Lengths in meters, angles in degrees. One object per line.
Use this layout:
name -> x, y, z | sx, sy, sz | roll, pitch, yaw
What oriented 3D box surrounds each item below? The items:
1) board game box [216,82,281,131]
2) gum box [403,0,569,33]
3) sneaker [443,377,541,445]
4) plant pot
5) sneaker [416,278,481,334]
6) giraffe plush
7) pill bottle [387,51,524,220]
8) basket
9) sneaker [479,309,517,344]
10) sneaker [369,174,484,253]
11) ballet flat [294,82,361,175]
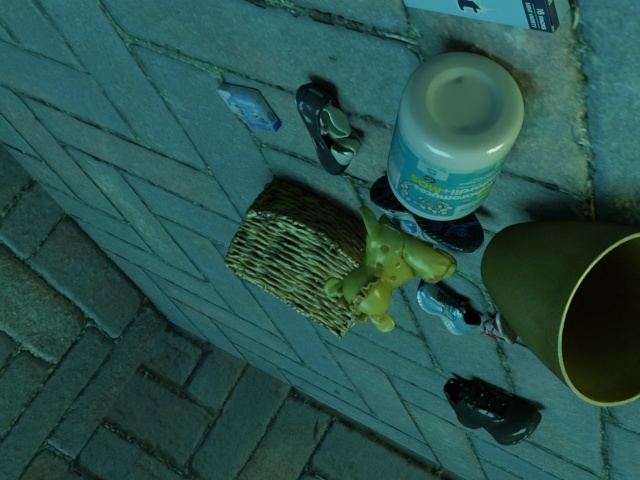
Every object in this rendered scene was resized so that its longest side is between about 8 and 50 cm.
board game box -> -0.122, -0.227, 1.633 | 0.090, 0.020, 0.090 | 18, 156, 40
gum box -> 0.147, -0.291, 0.965 | 0.184, 0.041, 0.157 | 21, 159, 35
sneaker -> 0.392, 0.394, 2.252 | 0.130, 0.109, 0.286 | 49, 155, -25
plant pot -> 0.339, 0.067, 1.321 | 0.237, 0.237, 0.254 | 45, 173, -32
sneaker -> 0.253, 0.121, 1.867 | 0.162, 0.063, 0.073 | 38, 145, -27
giraffe plush -> 0.109, 0.059, 1.635 | 0.181, 0.170, 0.210 | 37, -170, 32
pill bottle -> 0.163, -0.116, 1.226 | 0.146, 0.146, 0.264 | 30, 163, 9
basket -> 0.000, 0.000, 1.903 | 0.299, 0.223, 0.213 | 32, 129, 6
sneaker -> 0.331, 0.158, 1.825 | 0.067, 0.042, 0.118 | 18, 159, 32
sneaker -> 0.178, -0.038, 1.538 | 0.211, 0.080, 0.081 | 33, 172, 33
ballet flat -> 0.022, -0.162, 1.480 | 0.074, 0.074, 0.203 | 21, 157, 33
